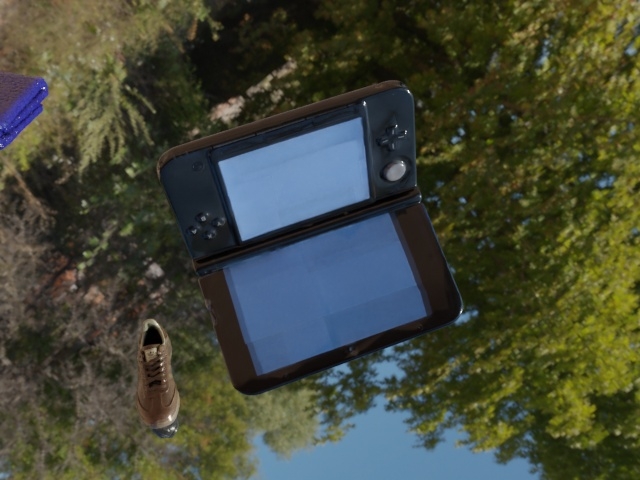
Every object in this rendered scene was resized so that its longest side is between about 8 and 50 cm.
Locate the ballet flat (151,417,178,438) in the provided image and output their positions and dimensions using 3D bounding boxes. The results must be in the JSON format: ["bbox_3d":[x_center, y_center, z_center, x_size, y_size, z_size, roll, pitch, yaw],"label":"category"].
[{"bbox_3d":[-0.318,0.333,1.372,0.057,0.049,0.173,-53,-155,7],"label":"ballet flat"}]

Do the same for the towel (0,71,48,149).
[{"bbox_3d":[-0.656,-0.225,1.177,0.228,0.308,0.076,-83,178,-51],"label":"towel"}]

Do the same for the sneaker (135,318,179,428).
[{"bbox_3d":[-0.260,0.200,1.045,0.066,0.071,0.188,-15,-142,-8],"label":"sneaker"}]

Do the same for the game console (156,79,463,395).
[{"bbox_3d":[0.000,0.000,0.760,0.293,0.250,0.173,-19,-132,-8],"label":"game console"}]
